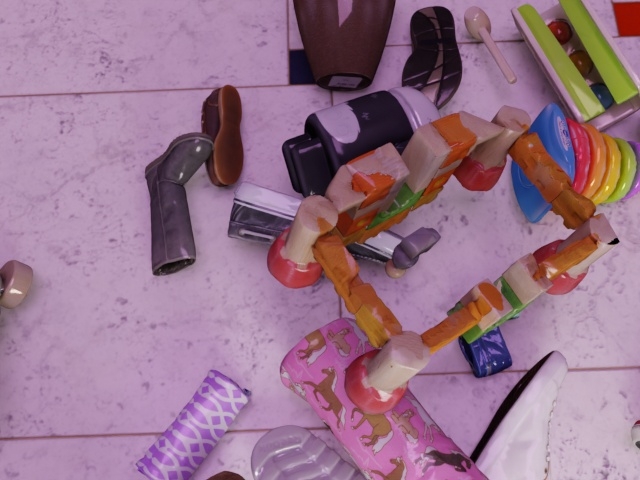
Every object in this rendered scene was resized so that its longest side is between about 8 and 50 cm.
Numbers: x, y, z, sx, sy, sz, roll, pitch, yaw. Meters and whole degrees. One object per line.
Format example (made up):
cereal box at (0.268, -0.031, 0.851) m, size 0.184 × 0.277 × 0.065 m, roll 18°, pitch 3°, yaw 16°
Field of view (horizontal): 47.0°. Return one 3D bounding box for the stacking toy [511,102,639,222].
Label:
stacking toy at (0.509, -0.123, 1.300) m, size 0.302 × 0.166 × 0.175 m, roll 6°, pitch 59°, yaw -12°

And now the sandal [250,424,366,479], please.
sandal at (0.050, 0.452, 1.105) m, size 0.169 × 0.102 × 0.416 m, roll -26°, pitch 57°, yaw -24°

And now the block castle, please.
block castle at (0.173, 0.017, 1.088) m, size 0.453 × 0.213 × 0.303 m, roll -27°, pitch 73°, yaw -25°

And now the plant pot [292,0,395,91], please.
plant pot at (0.046, -0.409, 1.394) m, size 0.215 × 0.215 × 0.230 m, roll 0°, pitch 83°, yaw 2°

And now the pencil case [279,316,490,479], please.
pencil case at (0.103, 0.291, 1.084) m, size 0.386 × 0.167 × 0.160 m, roll 47°, pitch 118°, yaw 30°

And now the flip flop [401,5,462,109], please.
flip flop at (0.213, -0.343, 1.421) m, size 0.112 × 0.080 × 0.277 m, roll 0°, pitch 54°, yaw 6°

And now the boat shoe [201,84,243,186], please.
boat shoe at (-0.189, -0.189, 1.376) m, size 0.073 × 0.073 × 0.207 m, roll -18°, pitch 60°, yaw 35°

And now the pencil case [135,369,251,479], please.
pencil case at (-0.203, 0.299, 1.174) m, size 0.088 × 0.086 × 0.206 m, roll 20°, pitch 64°, yaw 45°

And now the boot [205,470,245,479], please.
boot at (-0.218, 0.473, 1.111) m, size 0.305 × 0.115 × 0.112 m, roll -41°, pitch 110°, yaw 2°

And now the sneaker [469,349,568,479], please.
sneaker at (0.325, 0.315, 1.149) m, size 0.123 × 0.106 × 0.290 m, roll 32°, pitch 84°, yaw 10°

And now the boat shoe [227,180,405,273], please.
boat shoe at (0.000, 0.000, 1.280) m, size 0.335 × 0.121 × 0.119 m, roll 18°, pitch 93°, yaw 7°

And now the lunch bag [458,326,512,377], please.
lunch bag at (0.266, 0.174, 1.216) m, size 0.065 × 0.067 × 0.098 m, roll -17°, pitch 70°, yaw -5°

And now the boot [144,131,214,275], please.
boot at (-0.244, -0.062, 1.286) m, size 0.076 × 0.190 × 0.208 m, roll 16°, pitch 54°, yaw -37°

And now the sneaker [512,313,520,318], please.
sneaker at (0.306, 0.098, 1.226) m, size 0.038 × 0.098 × 0.069 m, roll -16°, pitch 79°, yaw 11°

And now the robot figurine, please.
robot figurine at (0.080, -0.159, 1.276) m, size 0.278 × 0.173 × 0.209 m, roll -20°, pitch 59°, yaw -13°

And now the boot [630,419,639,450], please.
boot at (0.614, 0.274, 1.162) m, size 0.244 × 0.088 × 0.176 m, roll 15°, pitch 69°, yaw -1°

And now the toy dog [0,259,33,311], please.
toy dog at (-0.599, 0.158, 1.193) m, size 0.220 × 0.161 × 0.333 m, roll 43°, pitch 37°, yaw -22°

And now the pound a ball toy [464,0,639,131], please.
pound a ball toy at (0.439, -0.343, 1.399) m, size 0.208 × 0.136 × 0.319 m, roll -30°, pitch 69°, yaw 17°
